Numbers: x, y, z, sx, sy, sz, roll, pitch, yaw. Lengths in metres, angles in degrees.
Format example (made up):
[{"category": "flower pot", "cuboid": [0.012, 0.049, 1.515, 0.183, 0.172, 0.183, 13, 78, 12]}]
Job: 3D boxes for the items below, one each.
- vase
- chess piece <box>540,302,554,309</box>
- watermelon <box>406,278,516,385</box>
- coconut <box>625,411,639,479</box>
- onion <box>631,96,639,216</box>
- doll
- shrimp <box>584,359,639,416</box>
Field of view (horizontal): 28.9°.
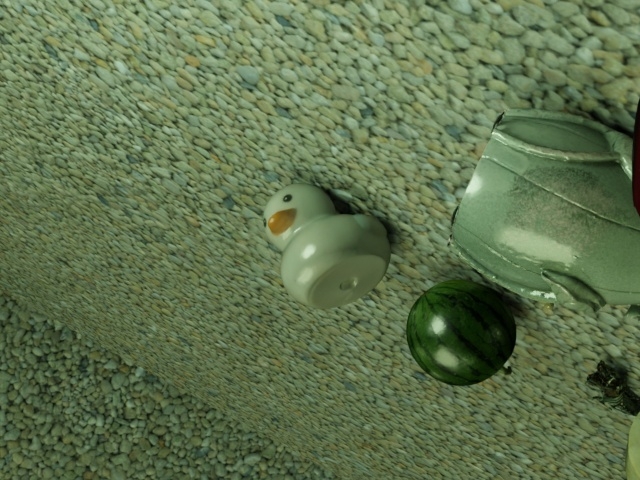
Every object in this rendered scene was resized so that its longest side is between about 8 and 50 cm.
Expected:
[{"category": "vase", "cuboid": [0.406, -0.005, 1.623, 0.445, 0.250, 0.250, 23, 156, 12]}, {"category": "chess piece", "cuboid": [0.373, 0.088, 2.083, 0.035, 0.035, 0.092, 15, 155, 35]}, {"category": "watermelon", "cuboid": [0.255, 0.172, 2.189, 0.215, 0.188, 0.188, 47, 156, -2]}, {"category": "coconut", "cuboid": [0.620, 0.365, 2.120, 0.202, 0.202, 0.222, 25, 159, 15]}, {"category": "onion", "cuboid": [0.552, -0.053, 1.294, 0.420, 0.398, 0.398, -12, 154, -6]}, {"category": "doll", "cuboid": [0.000, 0.000, 2.218, 0.221, 0.221, 0.251, 10, 176, 42]}, {"category": "shrimp", "cuboid": [0.520, 0.274, 2.211, 0.174, 0.082, 0.076, 38, 153, -31]}]
